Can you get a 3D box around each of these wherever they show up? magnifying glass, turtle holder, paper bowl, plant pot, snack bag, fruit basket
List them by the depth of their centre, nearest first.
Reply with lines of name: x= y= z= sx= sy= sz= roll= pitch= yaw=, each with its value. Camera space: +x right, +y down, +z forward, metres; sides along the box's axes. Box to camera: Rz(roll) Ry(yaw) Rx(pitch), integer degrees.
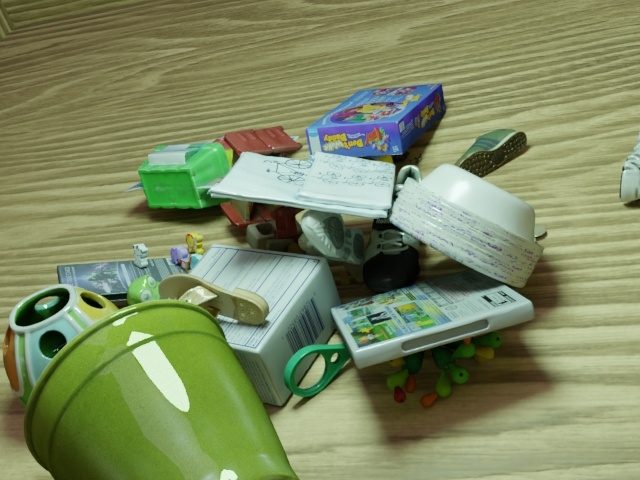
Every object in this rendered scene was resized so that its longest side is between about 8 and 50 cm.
plant pot: x=-0.213 y=0.341 z=1.394 sx=0.366 sy=0.367 sz=0.353 roll=-32 pitch=48 yaw=-18
magnifying glass: x=0.032 y=0.209 z=1.659 sx=0.231 sy=0.092 sz=0.026 roll=-25 pitch=29 yaw=-26
paper bowl: x=0.280 y=-0.038 z=1.674 sx=0.284 sy=0.284 sz=0.148 roll=35 pitch=99 yaw=50
turtle holder: x=-0.464 y=0.204 z=1.770 sx=0.320 sy=0.228 sz=0.243 roll=-11 pitch=35 yaw=13
snack bag: x=-0.024 y=-0.123 z=1.793 sx=0.342 sy=0.037 sz=0.323 roll=8 pitch=20 yaw=5
fruit basket: x=-0.280 y=-0.207 z=2.307 sx=0.327 sy=0.166 sz=0.353 roll=2 pitch=33 yaw=37

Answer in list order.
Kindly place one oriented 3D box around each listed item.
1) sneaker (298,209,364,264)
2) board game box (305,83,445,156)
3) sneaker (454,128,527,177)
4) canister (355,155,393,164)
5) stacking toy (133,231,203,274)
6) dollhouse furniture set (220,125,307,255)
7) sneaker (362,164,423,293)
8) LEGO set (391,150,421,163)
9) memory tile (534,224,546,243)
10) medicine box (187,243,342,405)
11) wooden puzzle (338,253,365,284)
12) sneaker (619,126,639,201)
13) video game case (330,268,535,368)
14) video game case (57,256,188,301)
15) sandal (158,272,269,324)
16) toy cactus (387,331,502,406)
sneaker: x=0.000 y=0.000 z=1.767 sx=0.115 sy=0.232 sz=0.090 roll=-3 pitch=72 yaw=23
board game box: x=0.143 y=-0.295 z=2.216 sx=0.233 sy=0.078 sz=0.347 roll=0 pitch=23 yaw=26
sneaker: x=0.372 y=-0.200 z=2.071 sx=0.192 sy=0.064 sz=0.086 roll=-29 pitch=28 yaw=-14
canister: x=0.079 y=-0.148 z=2.129 sx=0.126 sy=0.073 sz=0.170 roll=12 pitch=44 yaw=39
stacking toy: x=-0.291 y=0.041 z=2.010 sx=0.167 sy=0.052 sz=0.221 roll=-14 pitch=25 yaw=-40
dollhouse furniture set: x=-0.083 y=-0.079 z=1.989 sx=0.152 sy=0.201 sz=0.374 roll=-10 pitch=36 yaw=-26
sneaker: x=0.152 y=-0.032 z=1.859 sx=0.122 sy=0.146 sz=0.331 roll=1 pitch=39 yaw=16
LEGO set: x=0.202 y=-0.197 z=2.185 sx=0.083 sy=0.023 sz=0.054 roll=30 pitch=59 yaw=32
memory tile: x=0.372 y=-0.006 z=1.840 sx=0.148 sy=0.012 sz=0.113 roll=16 pitch=47 yaw=41
medicine box: x=-0.147 y=0.154 z=1.753 sx=0.289 sy=0.149 sz=0.263 roll=6 pitch=42 yaw=33
wooden puzzle: x=0.090 y=0.058 z=1.886 sx=0.116 sy=0.014 sz=0.079 roll=-18 pitch=37 yaw=-9
sneaker: x=0.700 y=-0.180 z=1.851 sx=0.118 sy=0.110 sz=0.292 roll=12 pitch=53 yaw=27
video game case: x=0.181 y=0.128 z=1.591 sx=0.299 sy=0.036 sz=0.329 roll=-15 pitch=10 yaw=-4
video game case: x=-0.428 y=0.086 z=1.978 sx=0.274 sy=0.026 sz=0.196 roll=-5 pitch=20 yaw=-18
sandal: x=-0.213 y=0.122 z=1.621 sx=0.240 sy=0.088 sz=0.079 roll=7 pitch=37 yaw=26
toy cactus: x=0.199 y=0.190 z=1.582 sx=0.219 sy=0.112 sz=0.180 roll=-32 pitch=31 yaw=-5
